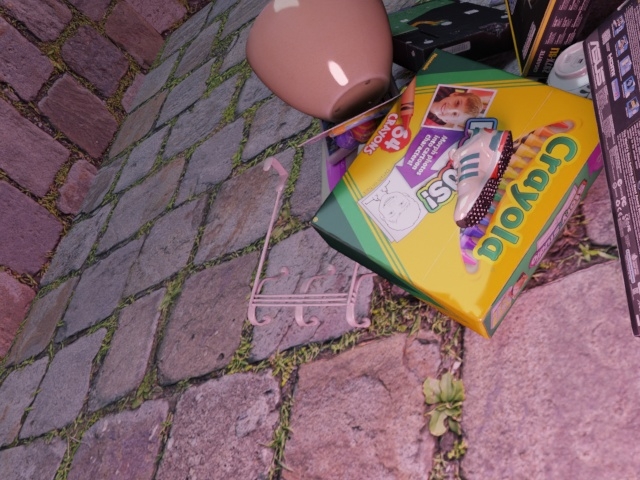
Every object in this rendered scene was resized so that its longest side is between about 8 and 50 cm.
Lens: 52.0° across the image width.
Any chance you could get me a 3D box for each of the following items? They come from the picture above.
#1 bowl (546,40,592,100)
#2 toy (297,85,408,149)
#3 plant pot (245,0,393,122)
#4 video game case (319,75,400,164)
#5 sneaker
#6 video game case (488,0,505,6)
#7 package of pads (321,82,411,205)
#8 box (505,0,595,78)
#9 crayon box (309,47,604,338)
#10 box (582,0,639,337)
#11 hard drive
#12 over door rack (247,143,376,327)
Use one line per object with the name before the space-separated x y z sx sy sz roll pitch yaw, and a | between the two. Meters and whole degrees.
bowl | 0.429 -0.268 1.057 0.170 0.080 0.170 -30 37 25
toy | 0.089 -0.210 1.187 0.237 0.056 0.137 -26 3 28
plant pot | 0.027 -0.336 1.242 0.284 0.284 0.191 -36 72 20
video game case | 0.078 -0.264 1.332 0.183 0.023 0.201 -35 37 21
sneaker | 0.206 -0.090 0.907 0.075 0.057 0.161 18 70 30
video game case | 0.429 -0.552 1.416 0.122 0.011 0.087 5 60 52
package of pads | 0.136 -0.174 1.290 0.297 0.101 0.229 -29 38 27
box | 0.391 -0.475 1.085 0.079 0.322 0.257 2 61 0
crayon box | 0.214 -0.086 0.996 0.313 0.106 0.363 30 80 33
box | 0.418 -0.122 0.658 0.318 0.097 0.394 123 149 -66
hard drive | 0.242 -0.434 1.375 0.237 0.064 0.339 -20 32 -12
over door rack | 0.000 0.000 1.201 0.240 0.108 0.324 -4 72 33
